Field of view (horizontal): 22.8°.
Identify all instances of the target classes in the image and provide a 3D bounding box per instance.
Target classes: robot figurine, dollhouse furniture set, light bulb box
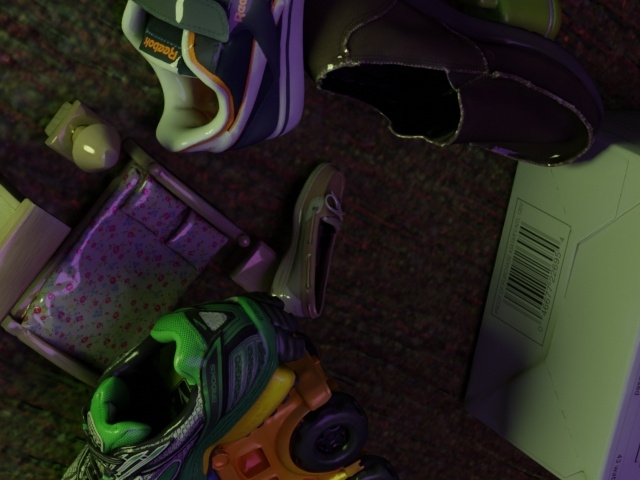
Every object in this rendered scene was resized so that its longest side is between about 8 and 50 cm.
[{"bbox_3d":[0.182,-0.215,1.519,0.115,0.067,0.101,-2,102,-34],"label":"robot figurine"},{"bbox_3d":[-0.195,0.079,1.337,0.303,0.174,0.355,-52,131,-1],"label":"dollhouse furniture set"},{"bbox_3d":[0.388,0.055,1.697,0.361,0.225,0.358,-2,113,-35],"label":"light bulb box"}]

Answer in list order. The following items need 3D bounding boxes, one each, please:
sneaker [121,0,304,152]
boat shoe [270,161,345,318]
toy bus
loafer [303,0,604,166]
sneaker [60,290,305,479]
[{"bbox_3d":[-0.087,-0.212,1.295,0.127,0.126,0.321,-23,126,-30],"label":"sneaker"},{"bbox_3d":[-0.001,0.000,1.483,0.056,0.048,0.153,51,54,-54],"label":"boat shoe"},{"bbox_3d":[-0.054,0.215,1.529,0.211,0.149,0.220,-35,131,-7],"label":"toy bus"},{"bbox_3d":[0.111,-0.131,1.450,0.366,0.134,0.130,19,57,-31],"label":"loafer"},{"bbox_3d":[-0.166,0.171,1.386,0.146,0.134,0.343,3,130,-47],"label":"sneaker"}]
